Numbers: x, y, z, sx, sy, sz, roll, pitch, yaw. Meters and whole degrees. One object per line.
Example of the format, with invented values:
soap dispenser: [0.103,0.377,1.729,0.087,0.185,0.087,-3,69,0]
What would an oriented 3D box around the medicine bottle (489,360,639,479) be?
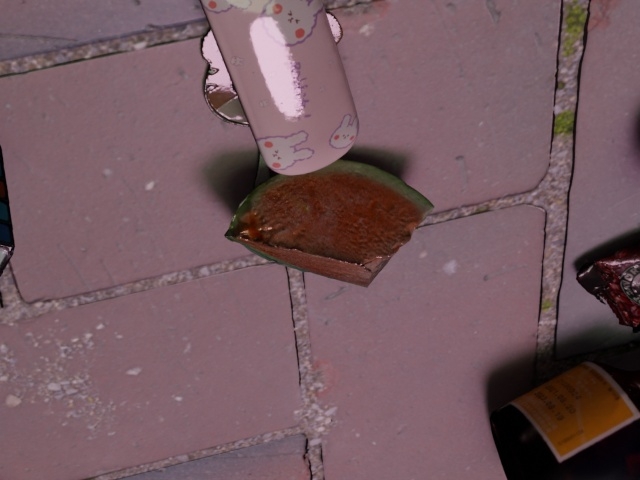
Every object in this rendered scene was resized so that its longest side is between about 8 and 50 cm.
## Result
medicine bottle: [0.446,0.266,1.798,0.395,0.242,0.242,-22,134,-7]

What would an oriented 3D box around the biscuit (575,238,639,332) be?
biscuit: [0.464,0.029,1.711,0.235,0.063,0.151,-30,122,14]

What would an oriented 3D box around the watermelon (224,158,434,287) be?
watermelon: [-0.003,-0.010,1.496,0.231,0.128,0.146,13,154,-13]

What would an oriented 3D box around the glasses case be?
glasses case: [-0.041,-0.188,1.314,0.113,0.075,0.297,-24,133,-3]

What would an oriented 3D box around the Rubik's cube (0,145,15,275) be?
Rubik's cube: [-0.423,-0.009,1.275,0.182,0.187,0.184,17,126,-32]

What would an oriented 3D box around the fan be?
fan: [-0.055,-0.144,1.404,0.152,0.008,0.227,-7,132,-15]
